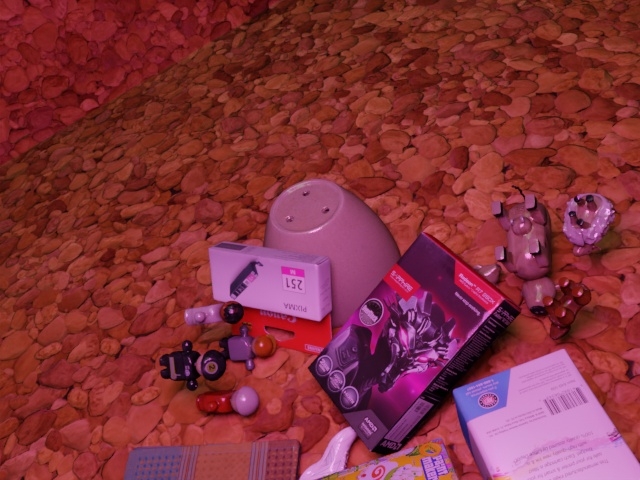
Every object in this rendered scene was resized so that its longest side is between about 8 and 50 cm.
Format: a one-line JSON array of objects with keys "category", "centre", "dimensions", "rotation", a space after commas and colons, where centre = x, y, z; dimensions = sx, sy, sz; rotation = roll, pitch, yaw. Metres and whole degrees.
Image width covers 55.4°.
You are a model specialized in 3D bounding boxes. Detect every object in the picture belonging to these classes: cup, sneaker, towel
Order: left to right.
[{"category": "towel", "centre": [-0.222, 0.513, 1.145], "dimensions": [0.370, 0.040, 0.271], "rotation": [-9, 47, 14]}, {"category": "cup", "centre": [0.000, 0.000, 1.395], "dimensions": [0.331, 0.237, 0.331], "rotation": [-12, 46, 12]}, {"category": "sneaker", "centre": [0.028, 0.416, 1.136], "dimensions": [0.061, 0.053, 0.152], "rotation": [32, 74, 34]}]

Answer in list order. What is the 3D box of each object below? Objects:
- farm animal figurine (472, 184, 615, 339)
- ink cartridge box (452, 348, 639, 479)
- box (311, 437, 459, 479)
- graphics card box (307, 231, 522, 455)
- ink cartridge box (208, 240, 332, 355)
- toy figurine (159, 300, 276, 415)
[{"category": "farm animal figurine", "centre": [0.397, 0.058, 1.229], "dimensions": [0.330, 0.172, 0.326], "rotation": [7, 73, 40]}, {"category": "ink cartridge box", "centre": [0.359, 0.357, 0.952], "dimensions": [0.198, 0.197, 0.270], "rotation": [-21, 45, 2]}, {"category": "box", "centre": [0.094, 0.454, 0.878], "dimensions": [0.279, 0.290, 0.177], "rotation": [-20, 90, 4]}, {"category": "graphics card box", "centre": [0.168, 0.192, 1.162], "dimensions": [0.371, 0.094, 0.233], "rotation": [-51, 47, 8]}, {"category": "ink cartridge box", "centre": [-0.108, 0.135, 1.314], "dimensions": [0.275, 0.238, 0.060], "rotation": [8, 21, 27]}, {"category": "toy figurine", "centre": [-0.202, 0.242, 1.270], "dimensions": [0.148, 0.213, 0.209], "rotation": [-9, 41, 30]}]
